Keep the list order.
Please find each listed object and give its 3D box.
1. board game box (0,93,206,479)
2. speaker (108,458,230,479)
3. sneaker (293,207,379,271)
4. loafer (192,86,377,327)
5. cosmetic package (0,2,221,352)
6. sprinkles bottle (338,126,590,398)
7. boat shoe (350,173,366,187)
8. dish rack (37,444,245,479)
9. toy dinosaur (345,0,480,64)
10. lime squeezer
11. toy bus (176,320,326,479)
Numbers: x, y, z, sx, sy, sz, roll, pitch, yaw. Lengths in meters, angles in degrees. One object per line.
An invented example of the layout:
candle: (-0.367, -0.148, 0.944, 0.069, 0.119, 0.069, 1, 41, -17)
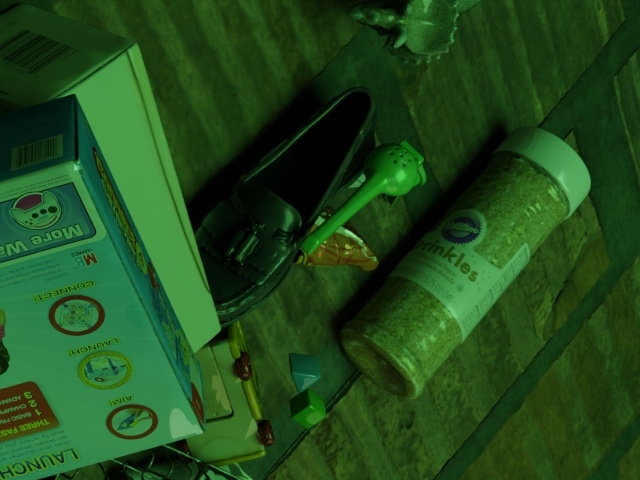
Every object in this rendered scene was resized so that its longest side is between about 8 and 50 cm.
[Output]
board game box: (-0.280, 0.066, 1.201, 0.308, 0.086, 0.302, -15, 131, 4)
speaker: (-0.157, 0.257, 1.605, 0.136, 0.055, 0.055, -4, 111, -49)
sneaker: (0.000, 0.000, 1.666, 0.067, 0.064, 0.175, -50, 138, 11)
loafer: (-0.043, -0.044, 1.527, 0.302, 0.109, 0.095, -50, 172, -30)
cosmetic package: (-0.206, -0.032, 1.319, 0.113, 0.160, 0.309, -40, 136, -30)
sprinkles bottle: (0.174, 0.023, 1.817, 0.355, 0.121, 0.121, -48, 138, -22)
boat shoe: (0.021, -0.072, 1.667, 0.035, 0.035, 0.100, -46, 150, 19)
dish rack: (-0.196, 0.280, 1.491, 0.271, 0.074, 0.208, 29, 86, -26)
toy dinosaur: (0.127, -0.279, 1.577, 0.313, 0.160, 0.121, -42, 136, -26)
lime squeezer: (0.070, -0.054, 1.600, 0.110, 0.059, 0.310, -66, 169, 17)
toy bus: (-0.109, 0.147, 1.568, 0.191, 0.104, 0.202, 25, 122, -24)
